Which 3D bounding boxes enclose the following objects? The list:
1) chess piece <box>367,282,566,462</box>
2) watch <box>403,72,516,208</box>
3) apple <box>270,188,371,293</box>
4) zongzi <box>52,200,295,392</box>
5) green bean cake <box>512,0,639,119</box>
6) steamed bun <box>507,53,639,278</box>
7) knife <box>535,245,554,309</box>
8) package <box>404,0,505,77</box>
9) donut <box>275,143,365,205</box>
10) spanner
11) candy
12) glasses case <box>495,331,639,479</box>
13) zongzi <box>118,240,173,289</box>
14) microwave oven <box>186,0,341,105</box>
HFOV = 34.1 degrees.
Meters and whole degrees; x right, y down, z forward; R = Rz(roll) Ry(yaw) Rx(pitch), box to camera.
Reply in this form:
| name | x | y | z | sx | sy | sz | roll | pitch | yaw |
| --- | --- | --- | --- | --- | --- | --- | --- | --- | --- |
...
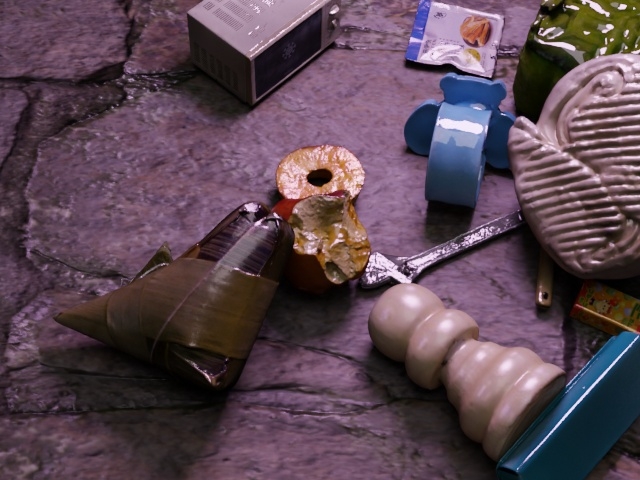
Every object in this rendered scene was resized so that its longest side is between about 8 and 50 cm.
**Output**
| name | x | y | z | sx | sy | sz | roll | pitch | yaw |
| --- | --- | --- | --- | --- | --- | --- | --- | --- | --- |
| chess piece | 0.200 | 0.180 | 1.570 | 0.300 | 0.167 | 0.167 | 36 | 63 | 27 |
| watch | 0.234 | -0.159 | 1.755 | 0.211 | 0.211 | 0.193 | 14 | 40 | 7 |
| apple | -0.004 | 0.004 | 1.664 | 0.156 | 0.147 | 0.158 | -13 | 93 | -47 |
| zongzi | -0.222 | 0.049 | 1.577 | 0.318 | 0.154 | 0.289 | 21 | 82 | 12 |
| green bean cake | 0.540 | -0.341 | 1.868 | 0.319 | 0.218 | 0.335 | 23 | 61 | 13 |
| steamed bun | 0.475 | -0.108 | 1.694 | 0.310 | 0.219 | 0.324 | -39 | 74 | 18 |
| knife | 0.395 | -0.006 | 1.763 | 0.047 | 0.017 | 0.297 | 11 | 54 | 3 |
| package | 0.258 | -0.387 | 1.998 | 0.173 | 0.027 | 0.171 | 13 | 57 | 3 |
| donut | -0.001 | -0.095 | 1.783 | 0.152 | 0.058 | 0.151 | 0 | 57 | -1 |
| spanner | 0.208 | 0.015 | 1.740 | 0.326 | 0.026 | 0.093 | -23 | 60 | -17 |
| candy | 0.467 | 0.114 | 1.674 | 0.122 | 0.038 | 0.062 | 24 | 60 | 13 |
| glasses case | 0.377 | 0.267 | 1.533 | 0.301 | 0.117 | 0.070 | -39 | 29 | -23 |
| zongzi | -0.283 | 0.060 | 1.684 | 0.109 | 0.055 | 0.119 | -24 | 43 | -4 |
| microwave oven | -0.107 | -0.396 | 1.924 | 0.194 | 0.145 | 0.240 | 37 | 63 | 23 |
